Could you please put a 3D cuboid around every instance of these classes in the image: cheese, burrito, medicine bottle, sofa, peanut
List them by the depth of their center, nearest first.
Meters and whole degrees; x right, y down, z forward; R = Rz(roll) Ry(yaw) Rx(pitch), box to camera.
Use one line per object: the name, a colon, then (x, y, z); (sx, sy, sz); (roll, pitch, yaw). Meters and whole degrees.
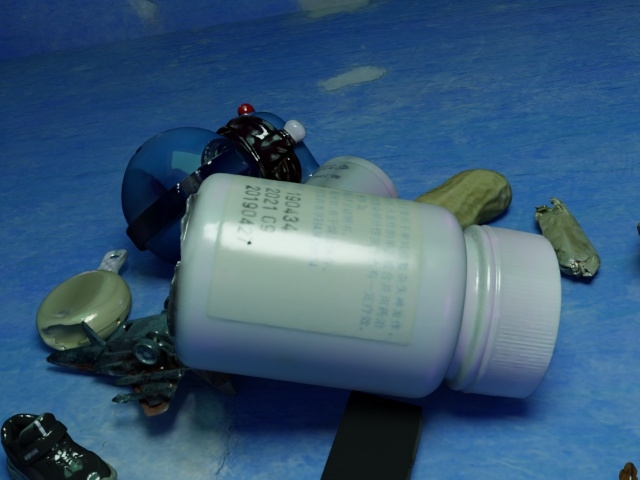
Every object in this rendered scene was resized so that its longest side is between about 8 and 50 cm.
sofa: (0.052, 0.231, 0.696); (0.085, 0.060, 0.147); (10, 35, 13)
medicine bottle: (0.041, 0.055, 0.741); (0.379, 0.213, 0.213); (9, 33, -2)
burrito: (0.345, -0.003, 0.966); (0.058, 0.045, 0.188); (-16, 33, 9)
medicine bottle: (0.000, 0.000, 0.982); (0.152, 0.152, 0.254); (7, 35, 28)
peanut: (0.210, -0.049, 1.045); (0.214, 0.090, 0.099); (-32, 43, -27)
cheese: (-0.352, 0.081, 1.068); (0.137, 0.064, 0.227); (-5, 31, 9)

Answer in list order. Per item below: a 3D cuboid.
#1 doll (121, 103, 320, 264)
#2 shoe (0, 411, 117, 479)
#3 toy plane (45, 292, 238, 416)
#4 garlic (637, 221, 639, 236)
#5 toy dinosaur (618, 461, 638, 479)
doll: (-0.171, -0.083, 1.108); (0.310, 0.240, 0.284); (-40, 5, -32)
shoe: (-0.306, 0.235, 0.768); (0.169, 0.099, 0.071); (11, 36, 33)
toy plane: (-0.236, 0.139, 0.892); (0.327, 0.104, 0.223); (-1, 34, 19)
garlic: (0.497, -0.045, 0.868); (0.245, 0.164, 0.145); (-32, 49, -17)
toy dinosaur: (0.300, 0.274, 0.498); (0.208, 0.097, 0.432); (11, 41, 18)
